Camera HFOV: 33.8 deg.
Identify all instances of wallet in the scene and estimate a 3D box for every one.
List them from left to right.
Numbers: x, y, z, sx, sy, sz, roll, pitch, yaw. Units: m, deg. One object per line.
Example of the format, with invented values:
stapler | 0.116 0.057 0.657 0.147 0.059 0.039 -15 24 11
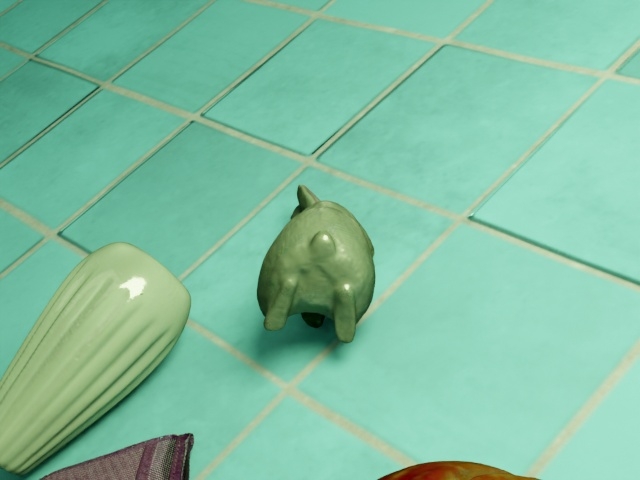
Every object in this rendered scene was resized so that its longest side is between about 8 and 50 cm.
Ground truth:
wallet | -0.194 0.235 0.953 0.166 0.030 0.111 -18 39 12

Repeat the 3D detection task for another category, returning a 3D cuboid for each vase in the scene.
vase | -0.241 0.121 1.047 0.128 0.128 0.248 24 69 45

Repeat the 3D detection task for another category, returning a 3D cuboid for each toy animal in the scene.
toy animal | 0.009 0.005 1.044 0.108 0.138 0.236 14 31 3

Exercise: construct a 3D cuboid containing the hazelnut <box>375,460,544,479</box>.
hazelnut | 0.094 0.253 0.650 0.218 0.218 0.233 -22 56 7
